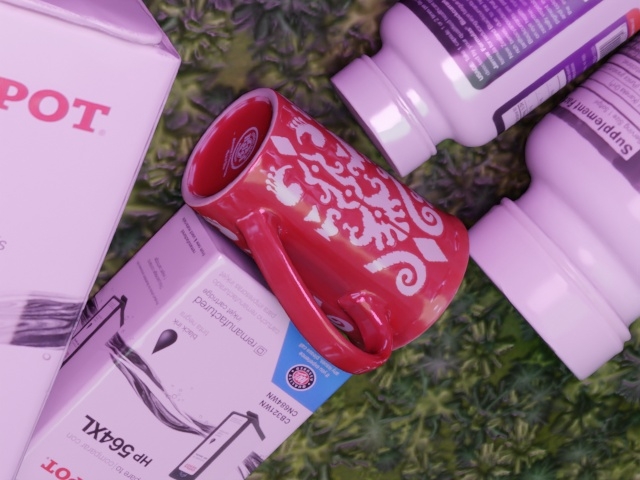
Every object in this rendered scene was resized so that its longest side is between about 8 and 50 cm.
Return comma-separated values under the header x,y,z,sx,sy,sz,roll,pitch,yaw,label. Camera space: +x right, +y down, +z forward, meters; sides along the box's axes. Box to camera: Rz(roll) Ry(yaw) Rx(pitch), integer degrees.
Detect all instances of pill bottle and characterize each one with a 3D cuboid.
x,y,z,sx,sy,sz,roll,pitch,yaw,label
0.253,-0.057,0.955,0.318,0.176,0.176,-42,124,4,pill bottle
0.106,-0.128,0.898,0.193,0.108,0.108,-36,124,0,pill bottle

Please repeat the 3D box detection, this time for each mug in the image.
x,y,z,sx,sy,sz,roll,pitch,yaw,label
0.006,-0.008,0.906,0.169,0.150,0.113,38,100,-29,mug

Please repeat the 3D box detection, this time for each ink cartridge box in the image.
x,y,z,sx,sy,sz,roll,pitch,yaw,label
-0.101,0.100,0.954,0.203,0.086,0.148,-46,124,6,ink cartridge box
-0.288,0.004,0.778,0.285,0.166,0.395,15,112,-28,ink cartridge box
